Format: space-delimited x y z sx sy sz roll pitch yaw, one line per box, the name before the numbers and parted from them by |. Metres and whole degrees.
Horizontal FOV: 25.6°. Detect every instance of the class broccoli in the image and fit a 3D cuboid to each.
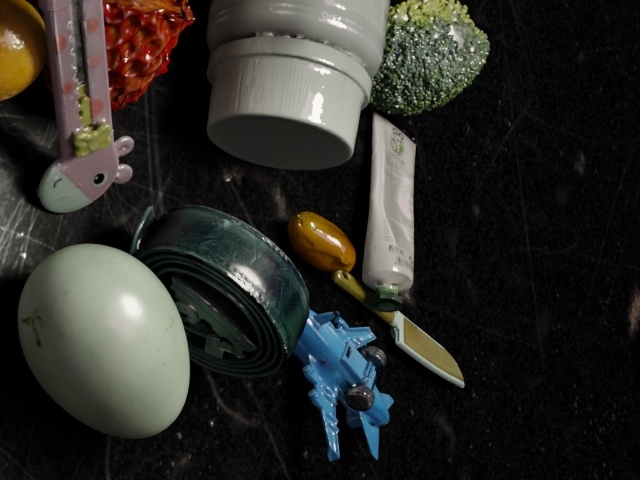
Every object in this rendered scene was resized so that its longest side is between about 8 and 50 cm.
broccoli | 0.142 -0.286 2.185 0.198 0.226 0.176 82 19 -43

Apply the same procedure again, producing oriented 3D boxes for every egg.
egg | -0.250 0.123 1.665 0.183 0.183 0.264 -53 129 -39

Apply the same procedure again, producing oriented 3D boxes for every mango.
mango | 0.000 0.000 2.049 0.127 0.077 0.063 41 52 -29

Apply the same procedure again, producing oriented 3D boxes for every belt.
belt | -0.135 0.057 1.789 0.267 0.206 0.116 49 47 -24

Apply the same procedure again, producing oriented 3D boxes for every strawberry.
strawberry | -0.281 -0.248 1.722 0.234 0.234 0.178 0 116 -49

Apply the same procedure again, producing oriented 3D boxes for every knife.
knife | -0.275 -0.182 1.617 0.132 0.038 0.398 -26 142 -26
knife | 0.124 0.144 2.202 0.343 0.027 0.061 38 38 -37

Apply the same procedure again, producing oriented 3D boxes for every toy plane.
toy plane | 0.026 0.184 2.036 0.271 0.105 0.254 59 32 -30

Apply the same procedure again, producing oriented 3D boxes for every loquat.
loquat | -0.383 -0.225 1.609 0.141 0.141 0.141 10 77 -48

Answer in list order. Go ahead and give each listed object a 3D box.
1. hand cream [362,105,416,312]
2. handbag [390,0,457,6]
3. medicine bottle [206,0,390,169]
hand cream | 0.109 -0.049 2.186 0.121 0.076 0.336 37 48 -45
handbag | 0.138 -0.457 2.218 0.215 0.155 0.169 31 69 -44
medicine bottle | -0.034 -0.271 1.924 0.245 0.245 0.306 25 65 -44
